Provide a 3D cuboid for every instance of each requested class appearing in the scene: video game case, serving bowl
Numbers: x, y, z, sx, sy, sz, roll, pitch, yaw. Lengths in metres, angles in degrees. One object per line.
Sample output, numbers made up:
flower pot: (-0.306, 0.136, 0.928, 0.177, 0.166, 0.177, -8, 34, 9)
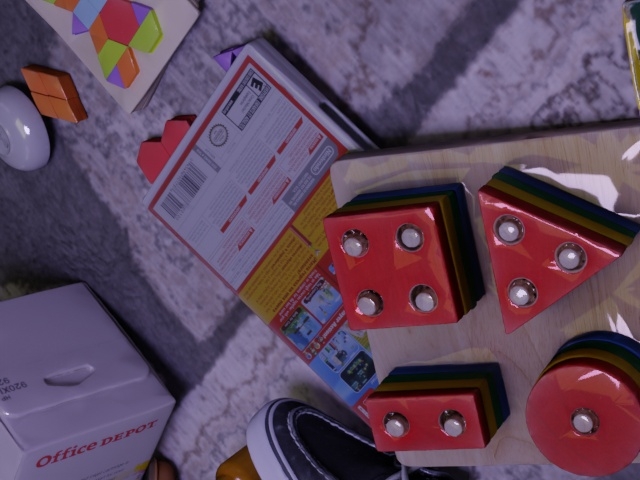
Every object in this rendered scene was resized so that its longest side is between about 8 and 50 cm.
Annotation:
video game case: (0.000, 0.000, 1.324, 0.285, 0.025, 0.204, 44, 129, 7)
serving bowl: (-0.284, -0.099, 1.493, 0.083, 0.027, 0.083, 30, 136, 34)

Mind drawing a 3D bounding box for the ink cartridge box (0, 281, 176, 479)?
ink cartridge box: (-0.274, 0.186, 1.516, 0.168, 0.171, 0.232, 48, 132, 26)

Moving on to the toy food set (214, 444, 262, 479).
toy food set: (0.002, 0.277, 1.410, 0.111, 0.104, 0.232, -31, 90, 41)

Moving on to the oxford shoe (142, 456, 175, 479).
oxford shoe: (-0.131, 0.308, 1.558, 0.076, 0.076, 0.212, -167, 68, -80)

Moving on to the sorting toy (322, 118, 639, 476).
sorting toy: (0.137, 0.058, 1.191, 0.255, 0.089, 0.257, -5, 107, 28)

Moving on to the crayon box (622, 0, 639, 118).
crayon box: (0.314, -0.001, 0.909, 0.106, 0.313, 0.363, -1, 110, 41)

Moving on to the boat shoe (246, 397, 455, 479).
boat shoe: (0.073, 0.224, 1.333, 0.301, 0.108, 0.102, 43, 130, 10)

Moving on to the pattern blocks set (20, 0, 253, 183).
pattern blocks set: (-0.184, -0.206, 1.383, 0.325, 0.026, 0.285, 37, 128, 19)
